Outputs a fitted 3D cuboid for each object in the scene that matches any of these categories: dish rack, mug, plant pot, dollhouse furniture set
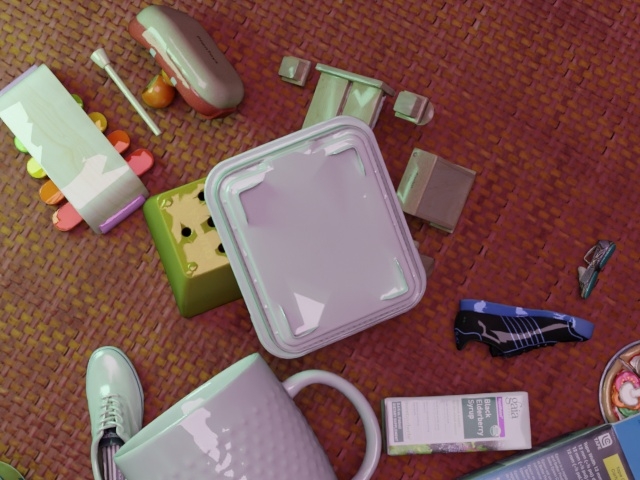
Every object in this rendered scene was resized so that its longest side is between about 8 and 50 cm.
[{"bbox_3d":[0.000,0.000,1.689,0.285,0.072,0.333,-22,101,-6],"label":"dish rack"},{"bbox_3d":[-0.075,0.358,1.708,0.374,0.276,0.328,-35,92,-14],"label":"mug"},{"bbox_3d":[-0.169,-0.014,1.804,0.212,0.187,0.212,-21,82,-6],"label":"plant pot"},{"bbox_3d":[0.063,-0.119,1.907,0.355,0.173,0.303,23,93,31],"label":"dollhouse furniture set"}]

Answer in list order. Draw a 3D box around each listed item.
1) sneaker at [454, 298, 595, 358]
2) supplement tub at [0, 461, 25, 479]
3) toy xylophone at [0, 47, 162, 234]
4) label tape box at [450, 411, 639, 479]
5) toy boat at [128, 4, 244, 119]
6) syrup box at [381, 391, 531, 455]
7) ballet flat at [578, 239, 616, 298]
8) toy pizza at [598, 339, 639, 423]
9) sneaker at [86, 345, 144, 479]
[{"bbox_3d":[0.340,0.159,1.852,0.232,0.081,0.091,8,83,6],"label":"sneaker"},{"bbox_3d":[-0.533,0.415,1.712,0.144,0.200,0.144,0,81,-2],"label":"supplement tub"},{"bbox_3d":[-0.406,-0.178,1.876,0.236,0.081,0.323,-31,83,-7],"label":"toy xylophone"},{"bbox_3d":[0.411,0.450,1.787,0.347,0.115,0.249,-21,83,-8],"label":"label tape box"},{"bbox_3d":[-0.250,-0.287,1.887,0.151,0.151,0.231,-39,83,22],"label":"toy boat"},{"bbox_3d":[0.221,0.301,1.812,0.236,0.096,0.093,-2,80,-1],"label":"syrup box"},{"bbox_3d":[0.467,0.047,1.897,0.041,0.041,0.114,31,81,3],"label":"ballet flat"},{"bbox_3d":[0.573,0.265,1.862,0.201,0.032,0.201,0,81,-2],"label":"toy pizza"},{"bbox_3d":[-0.332,0.298,1.794,0.094,0.091,0.258,-10,81,-4],"label":"sneaker"}]
